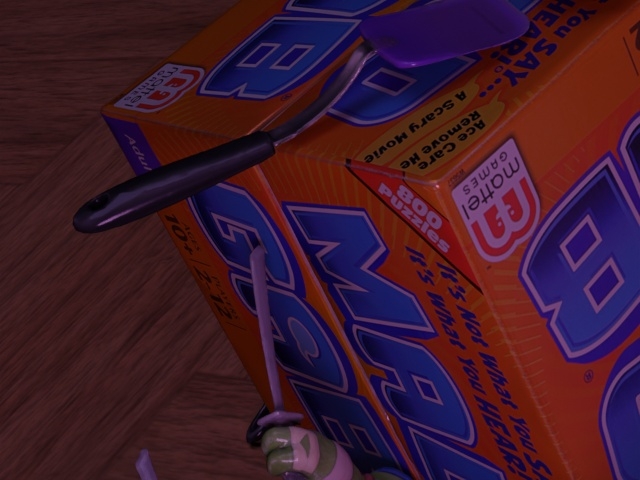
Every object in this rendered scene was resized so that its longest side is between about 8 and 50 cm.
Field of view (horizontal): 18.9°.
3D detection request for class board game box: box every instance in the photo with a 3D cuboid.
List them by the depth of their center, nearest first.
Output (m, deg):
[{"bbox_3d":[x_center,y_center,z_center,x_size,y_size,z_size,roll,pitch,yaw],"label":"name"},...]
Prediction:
[{"bbox_3d":[0.144,-0.030,1.330,0.356,0.356,0.356,-42,32,-24],"label":"board game box"}]

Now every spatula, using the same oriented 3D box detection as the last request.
[{"bbox_3d":[-0.013,-0.076,1.133,0.296,0.030,0.084,-30,32,-6],"label":"spatula"}]

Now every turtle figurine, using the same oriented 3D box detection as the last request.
[{"bbox_3d":[-0.048,0.207,1.214,0.198,0.275,0.266,-33,18,30],"label":"turtle figurine"}]

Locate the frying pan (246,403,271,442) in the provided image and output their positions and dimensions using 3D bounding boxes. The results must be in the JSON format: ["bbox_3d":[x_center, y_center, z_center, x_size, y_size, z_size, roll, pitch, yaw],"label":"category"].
[{"bbox_3d":[0.035,0.030,1.639,0.326,0.053,0.197,-38,18,-5],"label":"frying pan"}]
